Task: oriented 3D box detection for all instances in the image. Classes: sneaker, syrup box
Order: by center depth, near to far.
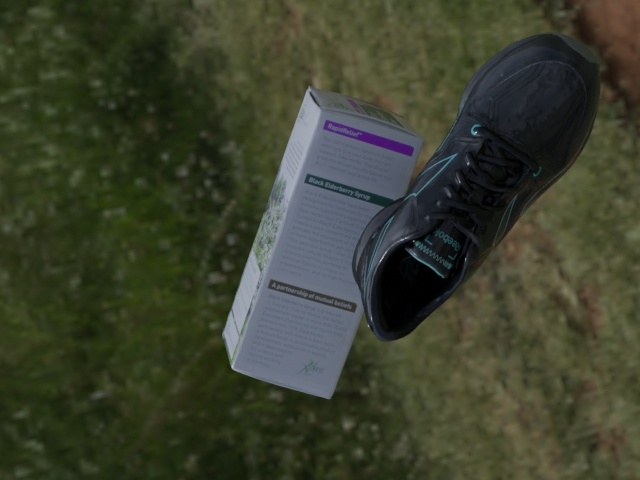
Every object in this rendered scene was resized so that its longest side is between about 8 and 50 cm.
[{"bbox_3d":[0.116,-0.030,1.234,0.267,0.101,0.106,-55,9,27],"label":"sneaker"},{"bbox_3d":[0.000,0.000,1.422,0.093,0.096,0.236,-119,48,-72],"label":"syrup box"}]
